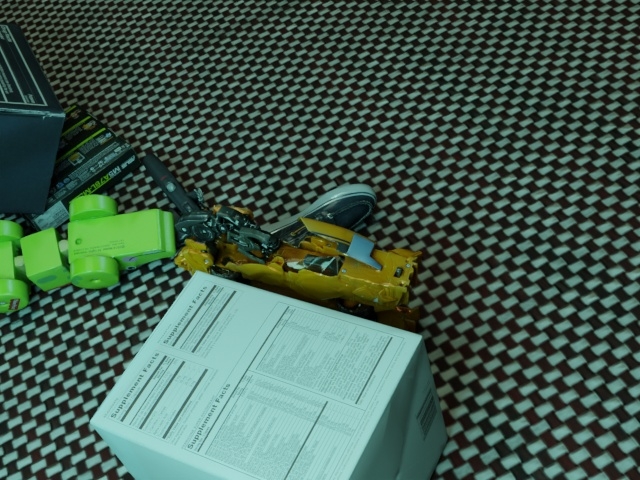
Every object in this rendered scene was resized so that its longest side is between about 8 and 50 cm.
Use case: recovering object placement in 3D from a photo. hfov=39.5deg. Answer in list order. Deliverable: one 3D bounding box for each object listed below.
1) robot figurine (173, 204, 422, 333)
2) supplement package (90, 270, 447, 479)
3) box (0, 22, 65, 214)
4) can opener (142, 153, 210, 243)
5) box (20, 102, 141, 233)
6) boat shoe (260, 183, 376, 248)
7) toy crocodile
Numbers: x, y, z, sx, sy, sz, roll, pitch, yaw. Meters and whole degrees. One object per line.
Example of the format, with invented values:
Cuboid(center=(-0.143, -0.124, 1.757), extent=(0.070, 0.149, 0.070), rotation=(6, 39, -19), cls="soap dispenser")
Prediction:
Cuboid(center=(-0.031, 0.045, 1.026), extent=(0.290, 0.211, 0.085), rotation=(15, 50, 17), cls="robot figurine")
Cuboid(center=(-0.040, 0.190, 0.889), extent=(0.262, 0.199, 0.198), rotation=(14, 54, 27), cls="supplement package")
Cuboid(center=(-0.552, -0.185, 1.258), extent=(0.293, 0.183, 0.296), rotation=(-1, 36, -33), cls="box")
Cuboid(center=(-0.214, -0.072, 1.275), extent=(0.073, 0.059, 0.186), rotation=(-30, 48, -9), cls="can opener")
Cuboid(center=(-0.404, -0.114, 1.383), extent=(0.190, 0.045, 0.184), rotation=(-41, 48, -18), cls="box")
Cuboid(center=(0.000, 0.000, 1.146), extent=(0.183, 0.065, 0.083), rotation=(-27, 49, 1), cls="boat shoe")
Cuboid(center=(-0.360, 0.024, 1.212), extent=(0.340, 0.105, 0.115), rotation=(-14, 68, 2), cls="toy crocodile")
